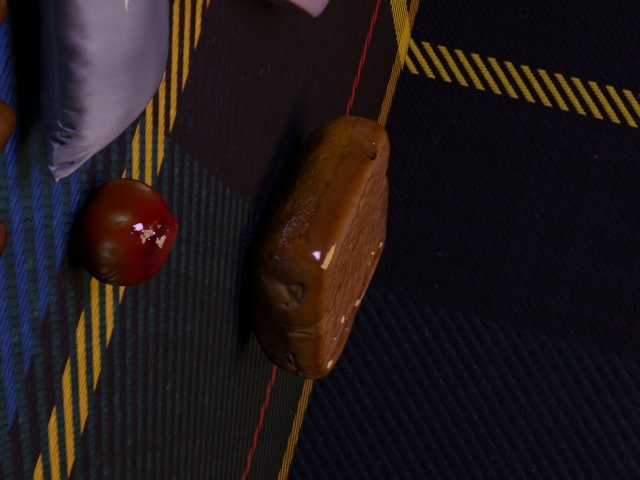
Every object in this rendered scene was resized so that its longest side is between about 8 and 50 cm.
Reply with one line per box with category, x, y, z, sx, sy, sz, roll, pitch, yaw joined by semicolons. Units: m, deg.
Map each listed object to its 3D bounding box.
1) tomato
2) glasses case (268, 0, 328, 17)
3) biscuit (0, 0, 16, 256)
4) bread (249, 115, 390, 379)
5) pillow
tomato;-0.153;-0.004;0.904;0.087;0.075;0.087;16;90;-86
glasses case;-0.027;-0.306;1.199;0.297;0.075;0.113;-21;127;-79
biscuit;-0.213;0.012;0.398;0.268;0.115;0.366;49;57;-81
bread;-0.008;-0.002;1.658;0.328;0.148;0.337;85;23;-56
pillow;-0.132;-0.175;0.717;0.144;0.078;0.254;-64;166;-52
